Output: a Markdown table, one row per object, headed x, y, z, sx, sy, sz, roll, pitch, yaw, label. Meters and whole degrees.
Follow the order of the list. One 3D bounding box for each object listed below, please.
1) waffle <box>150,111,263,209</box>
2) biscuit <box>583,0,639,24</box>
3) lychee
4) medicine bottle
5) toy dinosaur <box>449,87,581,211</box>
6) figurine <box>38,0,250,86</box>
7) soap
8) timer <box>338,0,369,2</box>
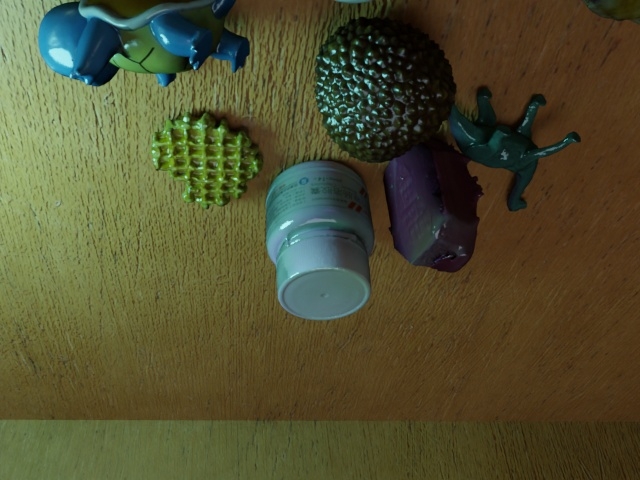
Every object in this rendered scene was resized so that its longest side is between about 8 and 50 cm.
| x | y | z | sx | sy | sz | roll | pitch | yaw | label |
| --- | --- | --- | --- | --- | --- | --- | --- | --- | --- |
| -0.256 | -0.170 | 1.432 | 0.253 | 0.056 | 0.249 | 24 | 133 | -33 | waffle |
| 0.580 | -0.539 | 1.009 | 0.430 | 0.103 | 0.446 | 2 | 138 | -7 | biscuit |
| 0.105 | -0.277 | 1.191 | 0.268 | 0.267 | 0.267 | -3 | 141 | -2 | lychee |
| 0.000 | 0.000 | 1.470 | 0.241 | 0.301 | 0.241 | -3 | 141 | -2 | medicine bottle |
| 0.362 | -0.175 | 1.463 | 0.384 | 0.129 | 0.331 | 8 | 149 | -14 | toy dinosaur |
| -0.269 | -0.349 | 1.082 | 0.417 | 0.298 | 0.242 | -26 | 103 | 22 | figurine |
| 0.231 | -0.076 | 1.382 | 0.128 | 0.324 | 0.220 | 4 | 143 | -16 | soap |
| 0.090 | -0.491 | 0.942 | 0.286 | 0.285 | 0.285 | -3 | 141 | -2 | timer |
